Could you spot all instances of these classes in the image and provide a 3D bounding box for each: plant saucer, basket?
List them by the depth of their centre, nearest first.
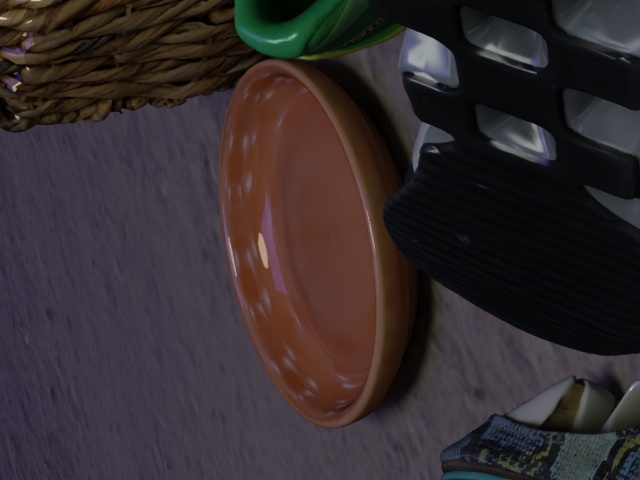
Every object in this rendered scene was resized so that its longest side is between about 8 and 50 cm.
[{"bbox_3d":[0.000,0.000,0.952,0.200,0.037,0.200,40,136,55],"label":"plant saucer"},{"bbox_3d":[-0.152,-0.240,0.969,0.299,0.213,0.223,64,152,30],"label":"basket"}]

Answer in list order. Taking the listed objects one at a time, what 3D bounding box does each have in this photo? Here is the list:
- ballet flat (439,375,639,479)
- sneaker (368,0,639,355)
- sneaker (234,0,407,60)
[{"bbox_3d":[0.115,0.087,0.721,0.188,0.070,0.070,3,102,62],"label":"ballet flat"},{"bbox_3d":[0.100,-0.068,0.634,0.122,0.146,0.330,24,158,14],"label":"sneaker"},{"bbox_3d":[0.003,-0.209,0.730,0.109,0.123,0.295,11,121,28],"label":"sneaker"}]
